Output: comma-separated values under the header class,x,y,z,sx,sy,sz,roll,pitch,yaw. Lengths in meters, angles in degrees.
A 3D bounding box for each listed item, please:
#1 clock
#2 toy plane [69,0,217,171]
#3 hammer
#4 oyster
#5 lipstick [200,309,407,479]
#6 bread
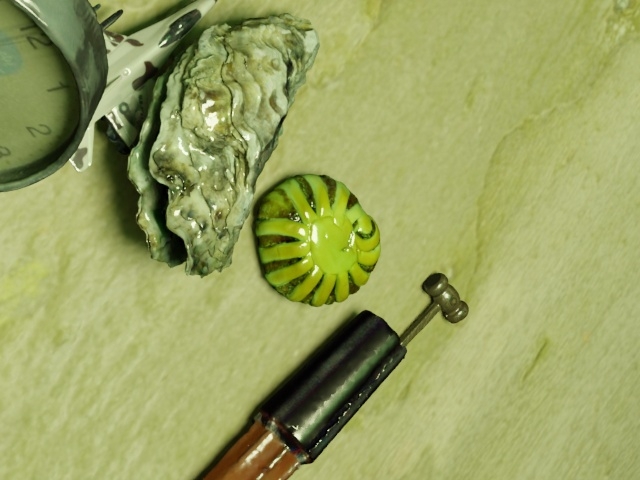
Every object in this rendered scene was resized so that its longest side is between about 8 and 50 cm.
class,x,y,z,sx,sy,sz,roll,pitch,yaw
clock,-0.302,-0.141,1.016,0.281,0.281,0.055,36,44,-30
toy plane,-0.179,-0.156,1.204,0.160,0.082,0.234,55,52,-21
hammer,0.051,0.154,1.418,0.292,0.029,0.058,-46,115,-17
oyster,-0.082,-0.097,1.219,0.198,0.112,0.267,15,89,-70
lipstick,-0.071,0.234,1.320,0.418,0.077,0.077,-45,117,-18
bread,0.000,0.000,1.337,0.130,0.071,0.139,-26,110,-22
